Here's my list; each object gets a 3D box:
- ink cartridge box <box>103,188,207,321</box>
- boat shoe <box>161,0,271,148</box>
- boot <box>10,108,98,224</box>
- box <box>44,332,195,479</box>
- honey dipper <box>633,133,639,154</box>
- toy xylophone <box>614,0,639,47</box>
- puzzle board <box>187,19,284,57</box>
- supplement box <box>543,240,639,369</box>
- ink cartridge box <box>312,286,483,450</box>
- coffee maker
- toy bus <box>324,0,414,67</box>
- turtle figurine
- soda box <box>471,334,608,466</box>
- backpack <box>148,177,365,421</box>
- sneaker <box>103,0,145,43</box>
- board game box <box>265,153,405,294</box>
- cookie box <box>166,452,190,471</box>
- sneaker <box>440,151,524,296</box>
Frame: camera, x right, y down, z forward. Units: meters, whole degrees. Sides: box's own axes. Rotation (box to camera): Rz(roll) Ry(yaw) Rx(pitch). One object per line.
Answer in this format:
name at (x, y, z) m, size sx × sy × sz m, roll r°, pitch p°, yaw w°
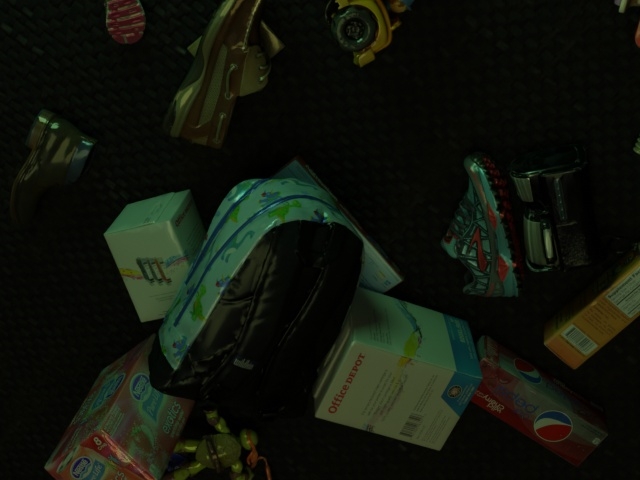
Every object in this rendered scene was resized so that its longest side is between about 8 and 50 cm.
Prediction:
ink cartridge box at (-0.264, 0.024, 1.823) m, size 0.127 × 0.128 × 0.176 m, roll -11°, pitch 113°, yaw 16°
boat shoe at (-0.133, -0.276, 1.647) m, size 0.119 × 0.123 × 0.324 m, roll 27°, pitch 126°, yaw -9°
boot at (-0.454, -0.104, 1.819) m, size 0.106 × 0.082 × 0.219 m, roll 23°, pitch 117°, yaw 1°
box at (-0.338, 0.321, 1.891) m, size 0.154 × 0.300 × 0.142 m, roll -35°, pitch 106°, yaw 25°
honey dipper at (0.517, -0.204, 1.621) m, size 0.030 × 0.030 × 0.161 m, roll 17°, pitch 115°, yaw 1°
toy xylophone at (0.578, -0.378, 1.488) m, size 0.322 × 0.081 × 0.236 m, roll 5°, pitch 117°, yaw 7°
puzzle board at (-0.134, -0.306, 1.697) m, size 0.128 × 0.011 × 0.096 m, roll -35°, pitch 105°, yaw 23°
supplement box at (0.473, 0.104, 1.759) m, size 0.080 × 0.078 × 0.233 m, roll 41°, pitch 116°, yaw -8°
ink cartridge box at (0.121, 0.212, 1.802) m, size 0.232 × 0.168 × 0.171 m, roll 18°, pitch 120°, yaw -14°
coffee maker at (0.392, -0.056, 1.683) m, size 0.171 × 0.120 × 0.178 m, roll -17°, pitch 116°, yaw -7°
toy bus at (0.085, -0.393, 1.551) m, size 0.211 × 0.149 × 0.220 m, roll -25°, pitch 113°, yaw 4°
turtle figurine at (-0.201, 0.404, 2.008) m, size 0.217 × 0.087 × 0.270 m, roll -17°, pitch 116°, yaw 4°
soda box at (0.365, 0.277, 1.863) m, size 0.263 × 0.083 × 0.092 m, roll 33°, pitch 117°, yaw -6°
backpack at (-0.084, 0.076, 1.699) m, size 0.290 × 0.273 × 0.356 m, roll 14°, pitch 126°, yaw -26°
sneaker at (-0.313, -0.386, 1.664) m, size 0.063 × 0.075 × 0.170 m, roll -13°, pitch 138°, yaw -2°
board game box at (0.000, 0.000, 1.820) m, size 0.145 × 0.027 × 0.281 m, roll -35°, pitch 106°, yaw 22°
cookie box at (-0.316, 0.425, 2.088) m, size 0.107 × 0.040 × 0.092 m, roll 25°, pitch 117°, yaw -3°
sneaker at (0.250, -0.014, 1.724) m, size 0.125 × 0.104 × 0.262 m, roll -9°, pitch 115°, yaw 17°
